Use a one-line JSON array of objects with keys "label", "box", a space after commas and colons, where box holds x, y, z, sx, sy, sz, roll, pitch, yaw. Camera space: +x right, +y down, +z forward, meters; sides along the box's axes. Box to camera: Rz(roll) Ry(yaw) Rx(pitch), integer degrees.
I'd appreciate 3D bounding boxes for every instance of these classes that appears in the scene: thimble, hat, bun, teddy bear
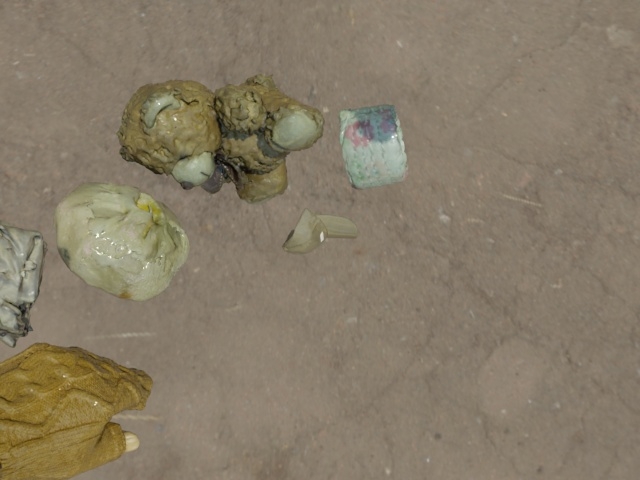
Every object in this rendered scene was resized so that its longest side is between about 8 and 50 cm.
[{"label": "thimble", "box": [0.127, -0.231, 1.812, 0.149, 0.185, 0.211, -10, 125, 12]}, {"label": "hat", "box": [0.000, 0.000, 1.975, 0.173, 0.166, 0.144, 25, 68, -3]}, {"label": "bun", "box": [-0.334, -0.012, 1.269, 0.239, 0.239, 0.141, 36, 112, -15]}, {"label": "teddy bear", "box": [-0.150, -0.150, 1.033, 0.256, 0.267, 0.156, -8, 73, -25]}]

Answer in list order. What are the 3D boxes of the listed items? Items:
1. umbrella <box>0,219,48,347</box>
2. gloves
[{"label": "umbrella", "box": [-0.408, 0.004, 0.603, 0.357, 0.106, 0.113, 16, 79, -28]}, {"label": "gloves", "box": [-0.381, 0.246, 1.104, 0.155, 0.356, 0.203, -45, 76, 16]}]
